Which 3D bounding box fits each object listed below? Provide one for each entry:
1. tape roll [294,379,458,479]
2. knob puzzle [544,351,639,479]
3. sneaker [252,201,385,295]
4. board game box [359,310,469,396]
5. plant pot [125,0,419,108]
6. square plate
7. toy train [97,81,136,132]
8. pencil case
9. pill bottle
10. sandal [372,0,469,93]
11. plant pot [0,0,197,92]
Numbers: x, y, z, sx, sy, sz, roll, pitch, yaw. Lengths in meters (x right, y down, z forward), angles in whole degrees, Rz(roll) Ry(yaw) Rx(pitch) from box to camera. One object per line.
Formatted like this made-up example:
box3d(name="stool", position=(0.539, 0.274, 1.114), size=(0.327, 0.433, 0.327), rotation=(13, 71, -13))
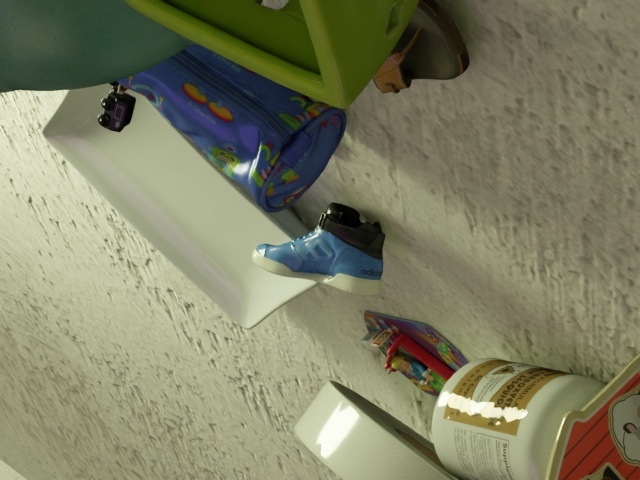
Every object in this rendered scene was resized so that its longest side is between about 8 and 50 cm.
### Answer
box3d(name="tape roll", position=(0.146, 0.289, 2.080), size=(0.392, 0.072, 0.392), rotation=(36, 180, 0))
box3d(name="knob puzzle", position=(0.284, 0.226, 1.730), size=(0.213, 0.213, 0.030), rotation=(47, 167, -12))
box3d(name="sneaker", position=(0.001, 0.000, 1.950), size=(0.152, 0.084, 0.058), rotation=(14, -172, 37))
box3d(name="board game box", position=(0.106, 0.141, 2.106), size=(0.169, 0.033, 0.133), rotation=(11, 142, 55))
box3d(name="plant pot", position=(-0.024, -0.264, 1.315), size=(0.227, 0.207, 0.228), rotation=(29, 156, 32))
box3d(name="square plate", position=(-0.150, -0.057, 2.151), size=(0.344, 0.049, 0.347), rotation=(44, 159, -4))
box3d(name="toy train", position=(-0.194, -0.173, 1.951), size=(0.036, 0.027, 0.158), rotation=(26, 129, 9))
box3d(name="pencil case", position=(-0.123, -0.156, 1.813), size=(0.306, 0.119, 0.133), rotation=(37, -179, 11))
box3d(name="pill bottle", position=(0.224, 0.190, 1.857), size=(0.229, 0.131, 0.131), rotation=(8, 140, 56))
box3d(name="sandal", position=(0.046, -0.158, 1.598), size=(0.219, 0.060, 0.090), rotation=(8, 141, 56))
box3d(name="plant pot", position=(-0.166, -0.252, 1.542), size=(0.196, 0.293, 0.293), rotation=(8, 150, 11))
